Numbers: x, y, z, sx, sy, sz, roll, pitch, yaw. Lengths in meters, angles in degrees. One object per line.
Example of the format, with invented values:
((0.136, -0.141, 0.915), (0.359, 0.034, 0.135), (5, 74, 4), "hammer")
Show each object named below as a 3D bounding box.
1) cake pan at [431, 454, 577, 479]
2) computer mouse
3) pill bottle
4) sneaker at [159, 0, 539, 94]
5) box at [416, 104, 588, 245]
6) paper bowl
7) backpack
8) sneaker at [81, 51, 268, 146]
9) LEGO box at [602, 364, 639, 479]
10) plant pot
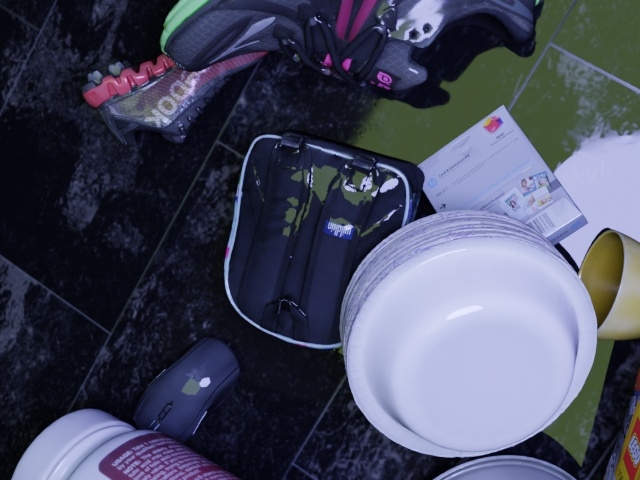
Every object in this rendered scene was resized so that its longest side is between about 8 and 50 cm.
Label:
((0.221, 0.408, 1.024), (0.293, 0.054, 0.293), (-2, 102, -8), "cake pan")
((-0.196, 0.276, 1.196), (0.262, 0.060, 0.184), (-43, 80, 13), "computer mouse")
((-0.192, 0.374, 1.039), (0.392, 0.224, 0.224), (21, 98, 32), "pill bottle")
((0.040, -0.270, 1.017), (0.483, 0.185, 0.202), (-11, 98, 3), "sneaker")
((0.217, -0.056, 1.039), (0.145, 0.038, 0.186), (-36, 59, 14), "box")
((0.167, 0.119, 0.939), (0.285, 0.148, 0.284), (-1, 113, -3), "paper bowl")
((0.000, 0.000, 1.060), (0.225, 0.191, 0.253), (17, 100, 12), "backpack")
((-0.182, -0.212, 1.158), (0.276, 0.097, 0.135), (-21, 103, 5), "sneaker")
((0.541, 0.352, 0.844), (0.501, 0.193, 0.372), (13, 108, 6), "LEGO box")
((0.374, 0.063, 1.000), (0.095, 0.134, 0.134), (16, 97, -4), "plant pot")
